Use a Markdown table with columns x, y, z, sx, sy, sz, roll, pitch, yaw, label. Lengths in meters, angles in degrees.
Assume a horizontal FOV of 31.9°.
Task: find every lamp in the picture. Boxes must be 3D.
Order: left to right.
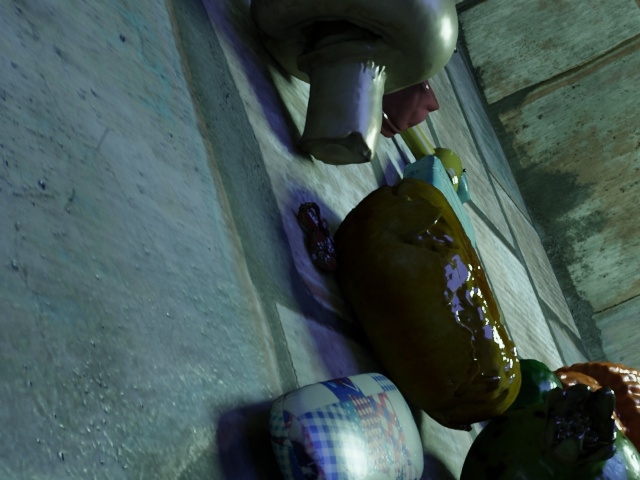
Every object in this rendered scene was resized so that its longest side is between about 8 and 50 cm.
| x | y | z | sx | sy | sz | roll | pitch | yaw | label |
| --- | --- | --- | --- | --- | --- | --- | --- | --- | --- |
| 0.000 | 0.000 | 1.362 | 0.063 | 0.031 | 0.083 | 38 | 35 | -56 | lamp |

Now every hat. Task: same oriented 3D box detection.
| x | y | z | sx | sy | sz | roll | pitch | yaw | label |
| --- | --- | --- | --- | --- | --- | --- | --- | --- | --- |
| 0.275 | -0.124 | 2.343 | 0.191 | 0.078 | 0.138 | 61 | 18 | -11 | hat |
| 0.455 | 0.316 | 1.929 | 0.400 | 0.285 | 0.285 | 34 | 34 | -55 | hat |

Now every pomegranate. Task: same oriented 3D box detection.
| x | y | z | sx | sy | sz | roll | pitch | yaw | label |
| --- | --- | --- | --- | --- | --- | --- | --- | --- | --- |
| 0.284 | 0.300 | 1.410 | 0.306 | 0.242 | 0.242 | 56 | 17 | -52 | pomegranate |

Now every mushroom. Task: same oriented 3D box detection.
| x | y | z | sx | sy | sz | roll | pitch | yaw | label |
| --- | --- | --- | --- | --- | --- | --- | --- | --- | --- |
| 0.032 | -0.257 | 1.524 | 0.292 | 0.293 | 0.290 | 43 | 56 | -53 | mushroom |

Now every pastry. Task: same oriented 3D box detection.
| x | y | z | sx | sy | sz | roll | pitch | yaw | label |
| --- | --- | --- | --- | --- | --- | --- | --- | --- | --- |
| 0.145 | 0.081 | 1.457 | 0.356 | 0.164 | 0.356 | 57 | 12 | -19 | pastry |

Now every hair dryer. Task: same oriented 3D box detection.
| x | y | z | sx | sy | sz | roll | pitch | yaw | label |
| --- | --- | --- | --- | --- | --- | --- | --- | --- | --- |
| 0.173 | -0.201 | 2.155 | 0.278 | 0.090 | 0.135 | 56 | 19 | -8 | hair dryer |

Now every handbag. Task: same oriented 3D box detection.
| x | y | z | sx | sy | sz | roll | pitch | yaw | label |
| --- | --- | --- | --- | --- | --- | --- | --- | --- | --- |
| 0.113 | -0.303 | 2.001 | 0.146 | 0.135 | 0.225 | 30 | 33 | -62 | handbag |

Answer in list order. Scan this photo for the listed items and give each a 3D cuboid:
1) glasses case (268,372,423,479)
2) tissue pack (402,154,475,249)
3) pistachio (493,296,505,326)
| x | y | z | sx | sy | sz | roll | pitch | yaw | label |
| --- | --- | --- | --- | --- | --- | --- | --- | --- | --- |
| 0.033 | 0.194 | 1.081 | 0.125 | 0.076 | 0.327 | 66 | 15 | 11 | glasses case |
| 0.203 | -0.033 | 1.962 | 0.177 | 0.089 | 0.263 | 62 | 14 | -14 | tissue pack |
| 0.219 | 0.126 | 1.734 | 0.185 | 0.124 | 0.124 | 9 | 56 | -52 | pistachio |
